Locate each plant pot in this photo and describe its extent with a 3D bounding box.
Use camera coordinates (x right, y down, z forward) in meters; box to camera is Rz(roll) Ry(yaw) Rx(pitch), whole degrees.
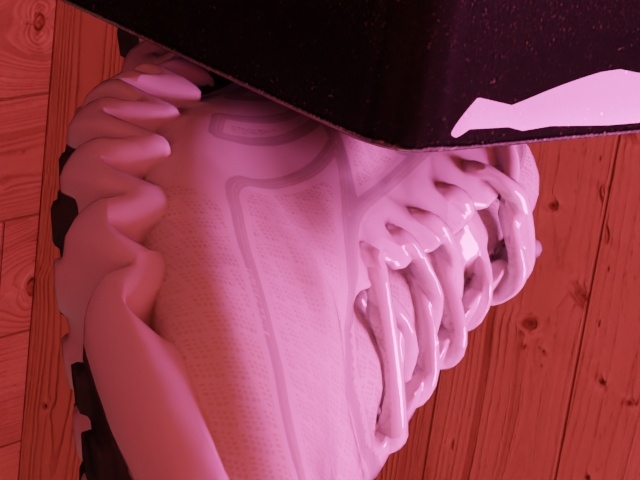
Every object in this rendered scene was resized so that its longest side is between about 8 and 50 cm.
[{"bbox_3d":[0.044,-0.133,0.465,0.188,0.167,0.187,-6,-156,-38],"label":"plant pot"}]

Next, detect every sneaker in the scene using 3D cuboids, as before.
[{"bbox_3d":[0.000,0.000,0.455,0.118,0.110,0.292,0,-153,1],"label":"sneaker"}]
